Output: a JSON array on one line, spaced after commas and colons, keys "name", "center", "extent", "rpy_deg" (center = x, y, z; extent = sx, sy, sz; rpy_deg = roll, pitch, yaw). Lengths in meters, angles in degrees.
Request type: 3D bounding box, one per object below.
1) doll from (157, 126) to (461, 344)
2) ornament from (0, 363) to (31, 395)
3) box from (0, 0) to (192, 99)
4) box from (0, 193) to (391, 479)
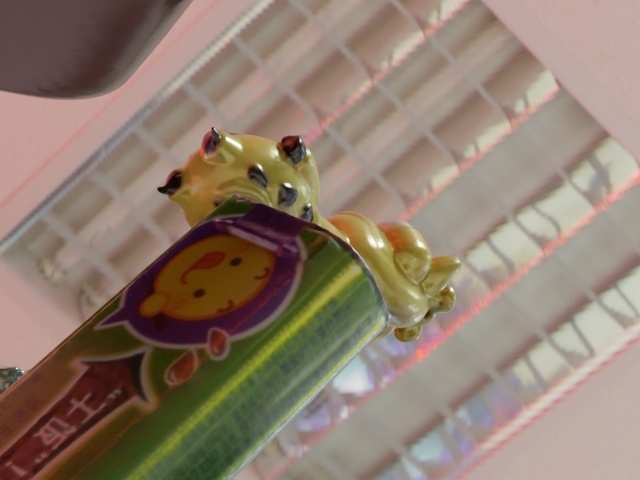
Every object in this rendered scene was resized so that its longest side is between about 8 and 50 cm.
[{"name": "doll", "center": [0.000, -0.001, 1.237], "extent": [0.117, 0.086, 0.291], "rpy_deg": [-40, -44, 19]}, {"name": "ornament", "center": [-0.183, 0.217, 1.120], "extent": [0.120, 0.285, 0.130], "rpy_deg": [-8, -38, -23]}, {"name": "box", "center": [-0.191, -0.208, 1.049], "extent": [0.263, 0.404, 0.108], "rpy_deg": [17, -110, -19]}, {"name": "box", "center": [-0.121, 0.121, 0.923], "extent": [0.345, 0.134, 0.097], "rpy_deg": [-43, -47, -26]}]
